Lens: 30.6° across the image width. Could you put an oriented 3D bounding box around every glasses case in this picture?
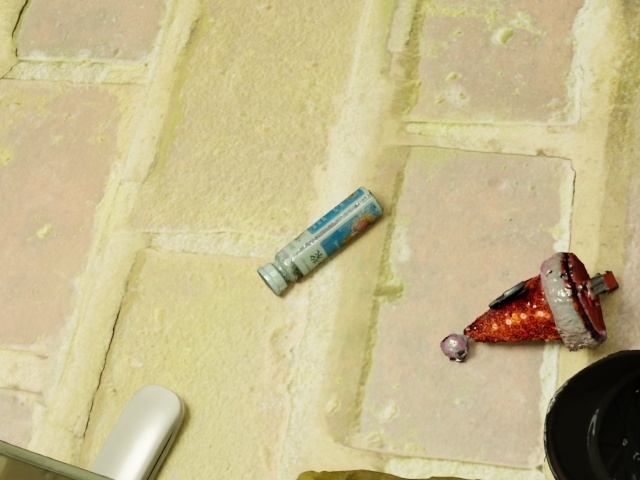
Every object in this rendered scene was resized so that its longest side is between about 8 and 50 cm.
[{"bbox_3d":[-0.245,0.280,1.521,0.076,0.049,0.197,19,70,24],"label":"glasses case"}]

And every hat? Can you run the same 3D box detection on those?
[{"bbox_3d":[0.257,0.094,1.478,0.227,0.129,0.140,-22,16,21],"label":"hat"},{"bbox_3d":[0.323,0.224,1.302,0.209,0.336,0.238,-3,74,56],"label":"hat"}]

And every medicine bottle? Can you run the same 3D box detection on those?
[{"bbox_3d":[0.000,0.000,1.611,0.191,0.051,0.051,-38,60,-7],"label":"medicine bottle"}]

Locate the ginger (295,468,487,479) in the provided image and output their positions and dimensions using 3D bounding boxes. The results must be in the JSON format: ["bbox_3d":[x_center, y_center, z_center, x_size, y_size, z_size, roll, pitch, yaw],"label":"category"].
[{"bbox_3d":[0.089,0.329,1.379,0.263,0.116,0.109,2,85,10],"label":"ginger"}]

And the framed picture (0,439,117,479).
[{"bbox_3d":[-0.276,0.456,1.421,0.446,0.028,0.326,14,76,21],"label":"framed picture"}]
